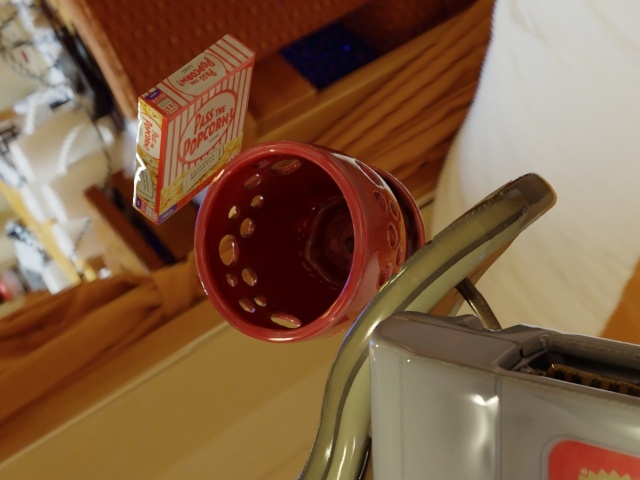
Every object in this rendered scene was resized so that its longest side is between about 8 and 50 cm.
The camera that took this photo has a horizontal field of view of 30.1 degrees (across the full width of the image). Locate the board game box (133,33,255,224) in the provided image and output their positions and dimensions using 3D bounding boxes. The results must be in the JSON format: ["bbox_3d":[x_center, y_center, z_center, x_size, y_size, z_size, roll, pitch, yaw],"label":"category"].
[{"bbox_3d":[-0.148,-0.125,1.370,0.045,0.147,0.193,37,147,16],"label":"board game box"}]

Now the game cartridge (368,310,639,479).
[{"bbox_3d":[0.140,0.138,0.353,0.294,0.060,0.196,9,113,38],"label":"game cartridge"}]

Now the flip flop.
[{"bbox_3d":[0.041,0.092,0.538,0.080,0.112,0.277,31,110,16],"label":"flip flop"}]

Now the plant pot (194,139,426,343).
[{"bbox_3d":[0.000,0.000,1.166,0.191,0.174,0.191,1,92,30],"label":"plant pot"}]
